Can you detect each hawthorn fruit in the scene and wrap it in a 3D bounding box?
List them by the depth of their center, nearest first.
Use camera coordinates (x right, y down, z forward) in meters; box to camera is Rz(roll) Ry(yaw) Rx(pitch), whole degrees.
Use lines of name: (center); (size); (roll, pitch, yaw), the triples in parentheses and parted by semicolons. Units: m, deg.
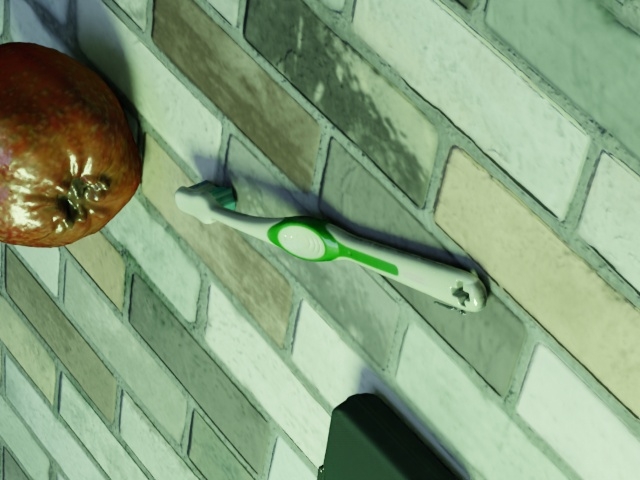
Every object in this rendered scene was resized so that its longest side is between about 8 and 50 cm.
hawthorn fruit: (-0.300, -0.107, 1.775); (0.253, 0.205, 0.205); (43, 143, 37)

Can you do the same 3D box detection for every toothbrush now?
toothbrush: (-0.004, 0.002, 1.534); (0.418, 0.040, 0.042); (20, 125, 51)

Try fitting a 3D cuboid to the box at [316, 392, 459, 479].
box: (0.060, 0.262, 1.603); (0.160, 0.050, 0.230); (44, 144, 32)
